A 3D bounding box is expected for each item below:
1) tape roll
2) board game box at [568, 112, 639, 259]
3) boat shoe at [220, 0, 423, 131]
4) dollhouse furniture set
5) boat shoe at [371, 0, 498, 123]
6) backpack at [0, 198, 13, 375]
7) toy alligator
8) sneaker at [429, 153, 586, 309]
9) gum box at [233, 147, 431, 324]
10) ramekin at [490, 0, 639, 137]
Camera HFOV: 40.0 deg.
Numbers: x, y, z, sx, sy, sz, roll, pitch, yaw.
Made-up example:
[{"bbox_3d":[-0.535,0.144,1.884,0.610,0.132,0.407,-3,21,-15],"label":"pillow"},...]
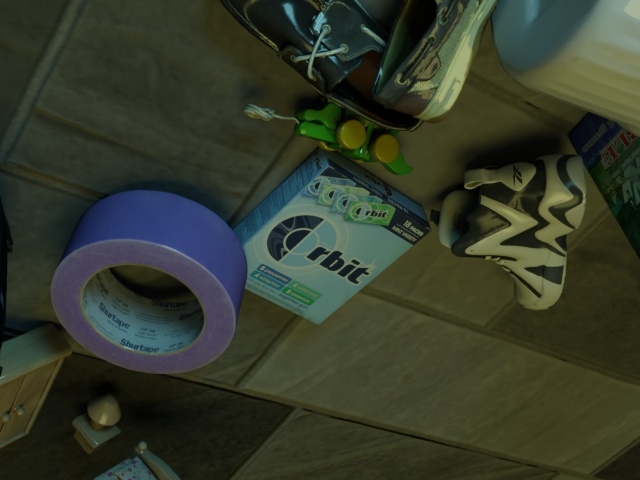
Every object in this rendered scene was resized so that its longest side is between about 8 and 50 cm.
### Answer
[{"bbox_3d":[-0.173,0.046,0.904,0.188,0.080,0.189,4,130,4],"label":"tape roll"},{"bbox_3d":[0.395,-0.099,0.760,0.065,0.318,0.319,19,126,-28],"label":"board game box"},{"bbox_3d":[0.007,-0.173,0.768,0.233,0.079,0.084,31,122,-33],"label":"boat shoe"},{"bbox_3d":[-0.272,0.289,0.948,0.303,0.355,0.174,-24,154,-50],"label":"dollhouse furniture set"},{"bbox_3d":[0.101,-0.207,0.719,0.073,0.080,0.224,7,112,-25],"label":"boat shoe"},{"bbox_3d":[-0.362,0.042,0.769,0.191,0.254,0.225,9,134,-16],"label":"backpack"},{"bbox_3d":[0.016,-0.115,0.848,0.189,0.056,0.051,19,85,-27],"label":"toy alligator"},{"bbox_3d":[0.195,-0.005,0.972,0.152,0.094,0.235,3,150,5],"label":"sneaker"},{"bbox_3d":[0.000,0.000,0.957,0.157,0.041,0.184,29,122,-33],"label":"gum box"},{"bbox_3d":[0.237,-0.220,0.646,0.135,0.277,0.277,12,130,-13],"label":"ramekin"}]
